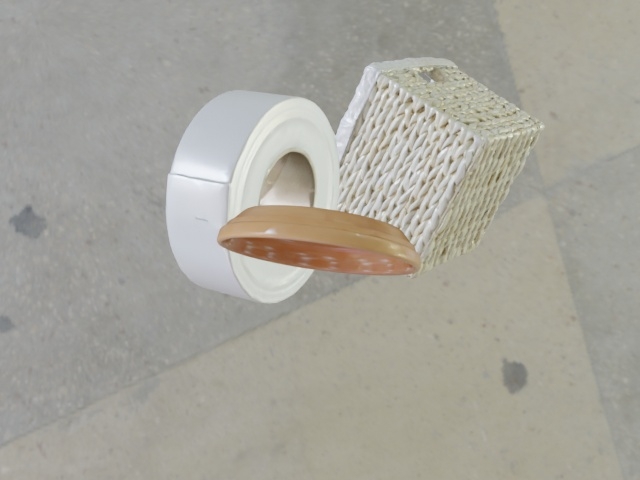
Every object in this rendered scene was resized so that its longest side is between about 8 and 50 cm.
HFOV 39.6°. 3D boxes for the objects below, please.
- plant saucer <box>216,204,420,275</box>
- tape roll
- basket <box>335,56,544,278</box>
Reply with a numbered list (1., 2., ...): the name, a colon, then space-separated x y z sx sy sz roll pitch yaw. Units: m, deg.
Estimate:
1. plant saucer: 0.000 0.000 0.867 0.200 0.200 0.037 12 80 -20
2. tape roll: -0.084 -0.060 1.214 0.286 0.100 0.286 -32 129 -52
3. basket: 0.197 -0.140 1.687 0.328 0.266 0.331 -19 141 -55
